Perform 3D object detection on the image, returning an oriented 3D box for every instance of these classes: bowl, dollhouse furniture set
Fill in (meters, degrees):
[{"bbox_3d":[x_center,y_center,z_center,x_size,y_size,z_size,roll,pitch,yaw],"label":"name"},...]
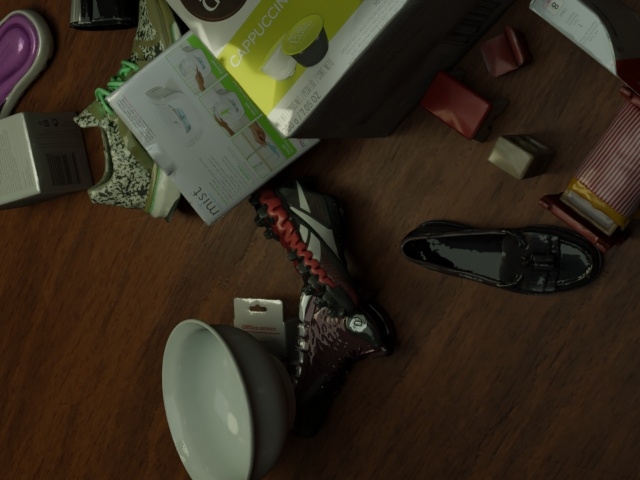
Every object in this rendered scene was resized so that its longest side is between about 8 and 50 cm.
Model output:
[{"bbox_3d":[-0.133,0.261,1.766,0.298,0.134,0.297,20,115,52],"label":"bowl"},{"bbox_3d":[0.327,-0.172,1.545,0.374,0.152,0.201,38,112,19],"label":"dollhouse furniture set"}]

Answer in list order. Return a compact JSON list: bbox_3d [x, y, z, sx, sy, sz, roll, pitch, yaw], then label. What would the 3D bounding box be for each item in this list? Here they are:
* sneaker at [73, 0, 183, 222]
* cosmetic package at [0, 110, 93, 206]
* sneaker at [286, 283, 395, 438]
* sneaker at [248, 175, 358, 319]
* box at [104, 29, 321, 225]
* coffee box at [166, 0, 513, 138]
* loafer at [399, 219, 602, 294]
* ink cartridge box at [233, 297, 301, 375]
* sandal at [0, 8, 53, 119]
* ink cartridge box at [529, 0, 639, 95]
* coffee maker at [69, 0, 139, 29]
[{"bbox_3d":[-0.323,-0.232,1.849,0.158,0.182,0.410,-159,69,-69],"label":"sneaker"},{"bbox_3d":[-0.552,-0.146,2.029,0.184,0.151,0.151,-12,90,28],"label":"cosmetic package"},{"bbox_3d":[0.037,0.203,1.782,0.163,0.106,0.281,10,101,24],"label":"sneaker"},{"bbox_3d":[0.000,0.000,1.751,0.135,0.097,0.276,-28,60,-12],"label":"sneaker"},{"bbox_3d":[-0.168,-0.197,1.742,0.231,0.127,0.262,-38,100,7],"label":"box"},{"bbox_3d":[0.030,-0.378,1.575,0.337,0.338,0.334,-46,74,25],"label":"coffee box"},{"bbox_3d":[0.263,0.028,1.638,0.303,0.095,0.109,7,100,28],"label":"loafer"},{"bbox_3d":[-0.088,0.183,1.869,0.104,0.060,0.180,1,98,29],"label":"ink cartridge box"},{"bbox_3d":[-0.670,-0.285,2.103,0.169,0.102,0.416,48,115,15],"label":"sandal"},{"bbox_3d":[0.410,-0.266,1.469,0.232,0.189,0.066,40,118,18],"label":"ink cartridge box"},{"bbox_3d":[-0.364,-0.462,1.905,0.171,0.120,0.178,-4,95,28],"label":"coffee maker"}]
